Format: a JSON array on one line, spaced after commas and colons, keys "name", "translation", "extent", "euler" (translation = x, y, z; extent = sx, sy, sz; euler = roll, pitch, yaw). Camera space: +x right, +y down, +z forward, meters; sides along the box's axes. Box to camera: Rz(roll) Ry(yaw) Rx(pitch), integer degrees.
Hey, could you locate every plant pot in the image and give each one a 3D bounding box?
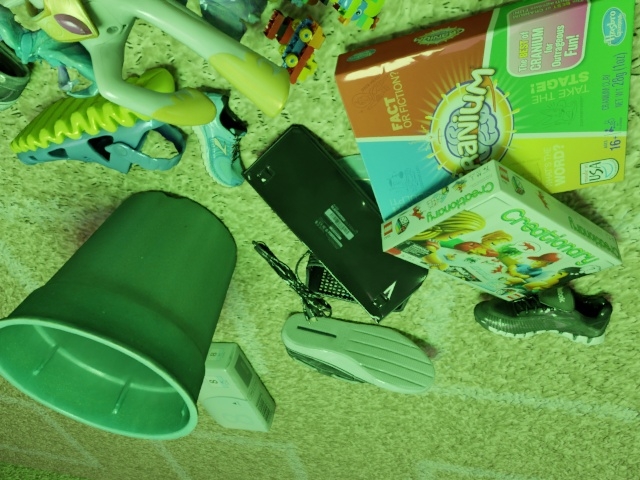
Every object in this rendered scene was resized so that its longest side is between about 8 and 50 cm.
[{"name": "plant pot", "translation": [-0.318, 0.111, 0.866], "extent": [0.340, 0.334, 0.341], "euler": [8, 137, 8]}]

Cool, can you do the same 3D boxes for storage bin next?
[{"name": "storage bin", "translation": [0.070, 0.049, 0.850], "extent": [0.180, 0.085, 0.122], "euler": [13, 152, 4]}]

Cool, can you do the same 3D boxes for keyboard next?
[{"name": "keyboard", "translation": [0.000, 0.000, 0.760], "extent": [0.201, 0.033, 0.317], "euler": [-42, 92, 6]}]

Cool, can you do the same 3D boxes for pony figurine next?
[{"name": "pony figurine", "translation": [-0.211, -0.285, 0.475], "extent": [0.363, 0.351, 0.302], "euler": [17, 144, -29]}]

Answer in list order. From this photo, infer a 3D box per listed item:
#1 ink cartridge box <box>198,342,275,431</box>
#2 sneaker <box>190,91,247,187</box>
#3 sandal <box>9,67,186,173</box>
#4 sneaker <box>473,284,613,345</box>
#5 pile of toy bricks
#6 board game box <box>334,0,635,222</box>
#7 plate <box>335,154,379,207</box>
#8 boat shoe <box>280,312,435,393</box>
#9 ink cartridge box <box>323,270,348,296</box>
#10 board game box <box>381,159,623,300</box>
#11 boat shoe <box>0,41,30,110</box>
[{"name": "ink cartridge box", "translation": [-0.350, 0.400, 1.343], "extent": [0.384, 0.091, 0.308], "euler": [-4, 133, 19]}, {"name": "sneaker", "translation": [-0.144, -0.149, 0.750], "extent": [0.073, 0.063, 0.162], "euler": [-3, 133, 15]}, {"name": "sandal", "translation": [-0.338, -0.154, 0.764], "extent": [0.317, 0.126, 0.138], "euler": [-5, 137, 23]}, {"name": "sneaker", "translation": [0.390, 0.118, 0.855], "extent": [0.234, 0.078, 0.106], "euler": [6, 133, 5]}, {"name": "pile of toy bricks", "translation": [0.032, -0.277, 0.557], "extent": [0.105, 0.118, 0.212], "euler": [13, 127, -38]}, {"name": "board game box", "translation": [0.204, -0.155, 0.622], "extent": [0.316, 0.064, 0.242], "euler": [-10, 130, 19]}, {"name": "plate", "translation": [0.076, -0.057, 0.805], "extent": [0.188, 0.024, 0.188], "euler": [8, 136, 8]}, {"name": "boat shoe", "translation": [0.078, 0.248, 1.062], "extent": [0.334, 0.121, 0.119], "euler": [18, 145, 14]}, {"name": "ink cartridge box", "translation": [0.039, 0.075, 0.944], "extent": [0.083, 0.028, 0.048], "euler": [30, 135, -13]}, {"name": "board game box", "translation": [0.264, 0.004, 0.712], "extent": [0.305, 0.053, 0.193], "euler": [20, 145, -32]}, {"name": "boat shoe", "translation": [-0.554, -0.311, 0.677], "extent": [0.102, 0.108, 0.301], "euler": [-25, 125, 35]}]
